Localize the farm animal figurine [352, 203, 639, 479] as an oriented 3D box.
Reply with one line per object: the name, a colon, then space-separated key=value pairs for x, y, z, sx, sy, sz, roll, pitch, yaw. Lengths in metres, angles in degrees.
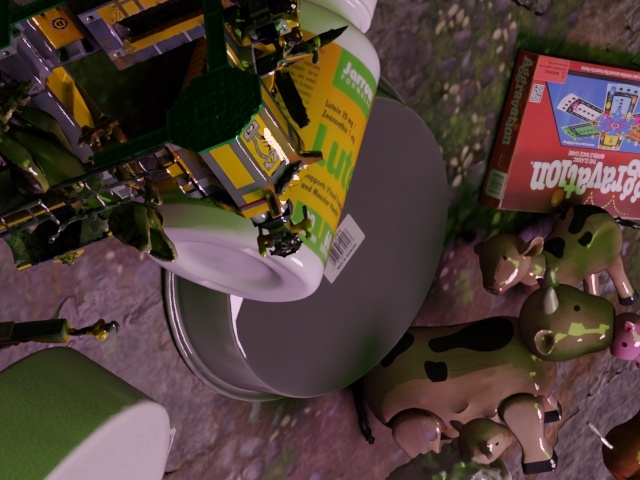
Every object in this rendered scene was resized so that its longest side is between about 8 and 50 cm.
farm animal figurine: x=0.178 y=0.090 z=1.721 sx=0.326 sy=0.330 sz=0.172 roll=-20 pitch=120 yaw=2

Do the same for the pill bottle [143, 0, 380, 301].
pill bottle: x=-0.035 y=-0.092 z=1.440 sx=0.136 sy=0.136 sz=0.246 roll=40 pitch=60 yaw=-49

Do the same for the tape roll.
tape roll: x=-0.222 y=0.240 z=1.173 sx=0.392 sy=0.072 sz=0.392 roll=-56 pitch=169 yaw=-17

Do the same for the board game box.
board game box: x=0.260 y=-0.094 z=1.876 sx=0.281 sy=0.027 sz=0.145 roll=2 pitch=107 yaw=-48

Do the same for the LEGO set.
LEGO set: x=-0.126 y=-0.037 z=1.256 sx=0.331 sy=0.255 sz=0.192 roll=-27 pitch=136 yaw=9

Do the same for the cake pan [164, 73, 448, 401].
cake pan: x=0.000 y=0.000 z=1.609 sx=0.293 sy=0.054 sz=0.293 roll=-22 pitch=122 yaw=-40
